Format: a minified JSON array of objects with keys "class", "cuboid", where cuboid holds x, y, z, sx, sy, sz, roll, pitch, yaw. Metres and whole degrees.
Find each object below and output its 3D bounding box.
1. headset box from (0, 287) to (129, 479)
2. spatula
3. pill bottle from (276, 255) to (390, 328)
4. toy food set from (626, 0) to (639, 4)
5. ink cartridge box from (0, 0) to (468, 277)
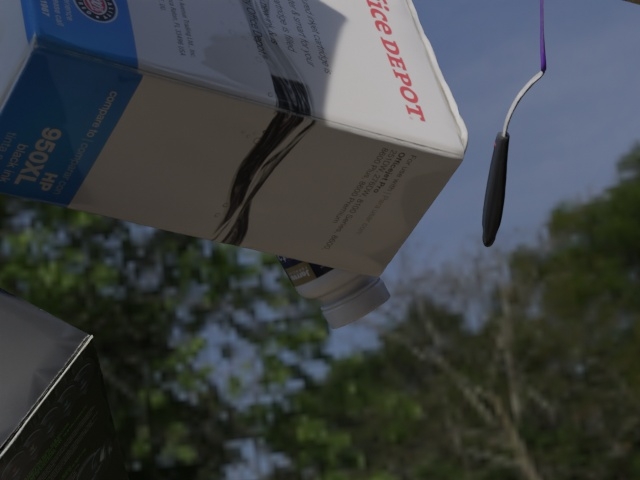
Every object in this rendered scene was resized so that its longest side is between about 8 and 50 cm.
[{"class":"headset box","cuboid":[-0.292,0.128,1.464,0.246,0.131,0.283,27,-29,17]},{"class":"spatula","cuboid":[0.206,-0.131,1.994,0.030,0.296,0.084,14,20,1]},{"class":"pill bottle","cuboid":[0.000,0.000,1.919,0.094,0.169,0.094,-30,5,3]},{"class":"toy food set","cuboid":[0.324,-0.274,1.429,0.306,0.092,0.219,14,-45,-5]},{"class":"ink cartridge box","cuboid":[-0.106,-0.152,1.617,0.395,0.285,0.166,13,-51,-28]}]
